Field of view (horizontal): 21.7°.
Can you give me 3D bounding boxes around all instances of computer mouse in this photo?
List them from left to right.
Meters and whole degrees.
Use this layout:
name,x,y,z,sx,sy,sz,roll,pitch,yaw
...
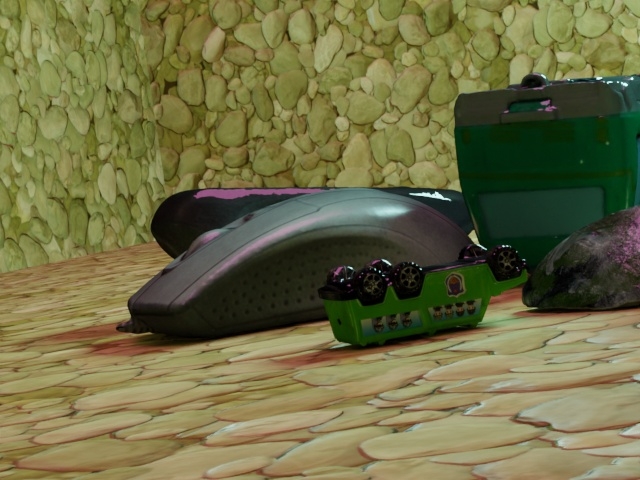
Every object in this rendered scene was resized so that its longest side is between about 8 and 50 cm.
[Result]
name,x,y,z,sx,sy,sz,roll,pitch,yaw
computer mouse,-0.023,0.019,1.611,0.371,0.122,0.188,-12,4,-18
computer mouse,0.000,0.003,1.827,0.374,0.114,0.203,-2,-5,-15

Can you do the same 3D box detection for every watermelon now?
name,x,y,z,sx,sy,sz,roll,pitch,yaw
watermelon,0.232,0.031,1.344,0.155,0.080,0.101,-5,39,19

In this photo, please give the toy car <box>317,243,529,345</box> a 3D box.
name,x,y,z,sx,sy,sz,roll,pitch,yaw
toy car,0.083,0.042,1.317,0.165,0.062,0.071,-9,4,-20

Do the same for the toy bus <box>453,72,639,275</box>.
name,x,y,z,sx,sy,sz,roll,pitch,yaw
toy bus,0.284,-0.075,1.699,0.183,0.199,0.343,-3,5,32
